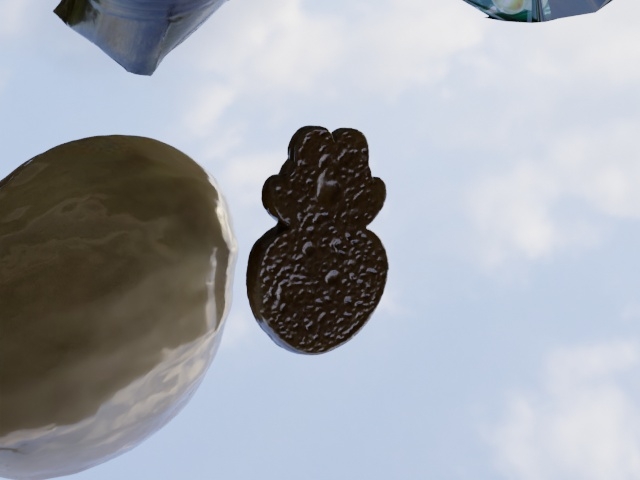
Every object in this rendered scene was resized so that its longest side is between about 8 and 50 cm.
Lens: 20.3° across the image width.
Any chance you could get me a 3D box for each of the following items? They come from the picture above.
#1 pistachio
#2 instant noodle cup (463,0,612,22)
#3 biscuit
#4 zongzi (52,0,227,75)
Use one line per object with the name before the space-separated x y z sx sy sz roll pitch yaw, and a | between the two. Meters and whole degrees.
pistachio | -0.189 0.053 1.345 0.309 0.230 0.230 -35 -140 -21
instant noodle cup | 0.159 -0.311 1.381 0.240 0.240 0.178 -11 -138 19
biscuit | 0.000 0.000 1.348 0.124 0.175 0.026 1 -172 -35
zongzi | -0.047 -0.199 0.937 0.084 0.187 0.184 41 -124 12
